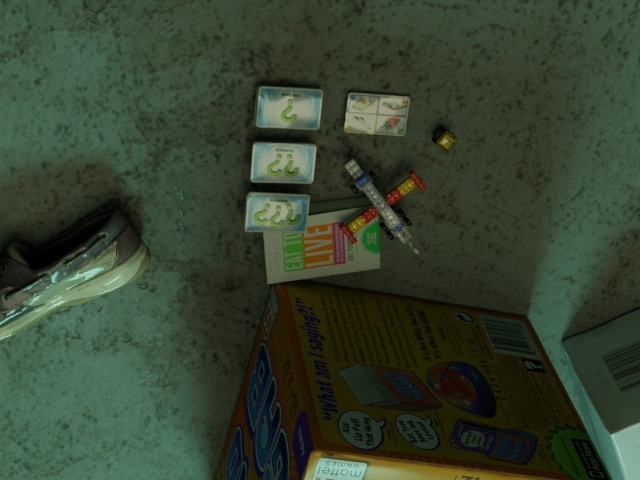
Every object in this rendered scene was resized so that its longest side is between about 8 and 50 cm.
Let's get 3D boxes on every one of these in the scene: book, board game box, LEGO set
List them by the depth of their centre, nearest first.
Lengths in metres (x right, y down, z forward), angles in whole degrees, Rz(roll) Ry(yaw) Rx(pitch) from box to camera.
[{"bbox_3d":[0.040,-0.083,1.540,0.244,0.060,0.182,3,109,-13],"label":"LEGO set"},{"bbox_3d":[0.087,0.308,1.612,0.356,0.356,0.356,10,117,-14],"label":"board game box"},{"bbox_3d":[0.000,0.000,1.615,0.144,0.035,0.096,-9,122,-7],"label":"book"}]

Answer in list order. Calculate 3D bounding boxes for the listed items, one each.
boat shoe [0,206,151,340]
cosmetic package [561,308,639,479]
[{"bbox_3d":[-0.345,0.043,1.544,0.285,0.103,0.092,-22,115,-1],"label":"boat shoe"},{"bbox_3d":[0.467,0.308,1.761,0.156,0.217,0.385,-23,122,4],"label":"cosmetic package"}]
